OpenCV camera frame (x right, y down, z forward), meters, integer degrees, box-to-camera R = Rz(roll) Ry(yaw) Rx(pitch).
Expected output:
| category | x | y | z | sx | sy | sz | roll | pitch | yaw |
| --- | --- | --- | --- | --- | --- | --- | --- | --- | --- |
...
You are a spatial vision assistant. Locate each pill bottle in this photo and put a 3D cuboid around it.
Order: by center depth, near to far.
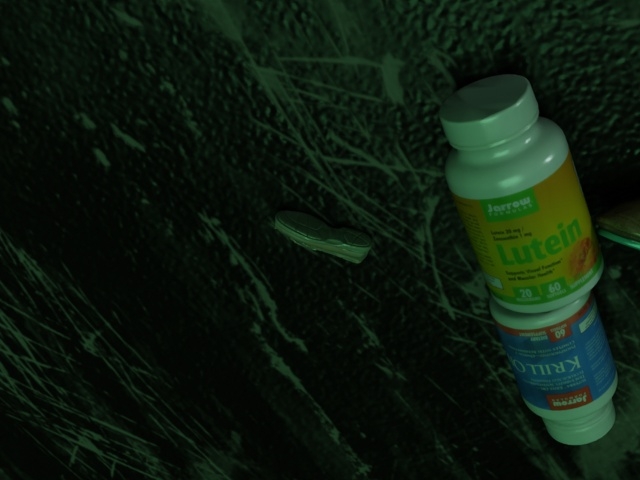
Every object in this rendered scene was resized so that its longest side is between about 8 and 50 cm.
| category | x | y | z | sx | sy | sz | roll | pitch | yaw |
| --- | --- | --- | --- | --- | --- | --- | --- | --- | --- |
| pill bottle | 0.218 | -0.053 | 1.074 | 0.136 | 0.136 | 0.246 | -16 | 119 | 18 |
| pill bottle | 0.297 | 0.144 | 1.200 | 0.124 | 0.124 | 0.222 | -16 | 119 | 18 |

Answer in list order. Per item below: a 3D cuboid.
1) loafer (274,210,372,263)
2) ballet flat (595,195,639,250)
| category | x | y | z | sx | sy | sz | roll | pitch | yaw |
| --- | --- | --- | --- | --- | --- | --- | --- | --- | --- |
| loafer | 0.000 | 0.000 | 1.199 | 0.125 | 0.045 | 0.039 | 16 | 131 | -6 |
| ballet flat | 0.483 | -0.007 | 1.093 | 0.342 | 0.116 | 0.124 | 21 | 104 | -6 |
